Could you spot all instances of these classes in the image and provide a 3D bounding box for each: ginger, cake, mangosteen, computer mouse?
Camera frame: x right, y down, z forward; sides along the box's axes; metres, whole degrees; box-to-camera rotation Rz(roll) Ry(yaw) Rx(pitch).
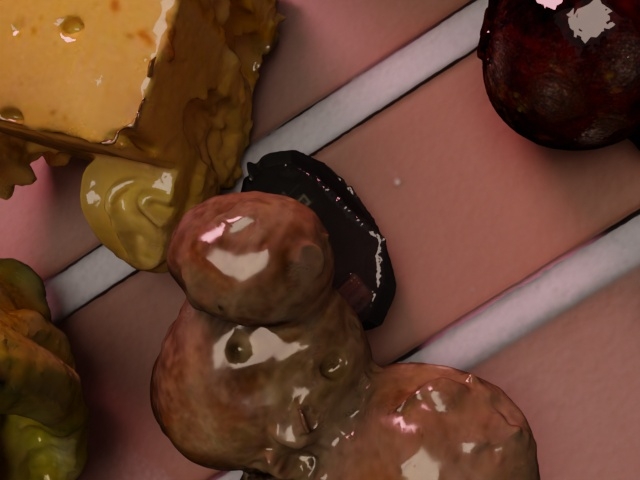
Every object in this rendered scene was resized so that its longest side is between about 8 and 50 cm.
[{"bbox_3d":[-0.011,0.114,0.562,0.304,0.155,0.244,48,128,-7],"label":"ginger"},{"bbox_3d":[-0.171,-0.136,0.631,0.227,0.222,0.286,16,84,15],"label":"cake"},{"bbox_3d":[0.204,-0.138,0.591,0.184,0.172,0.172,31,87,-4],"label":"mangosteen"},{"bbox_3d":[0.000,0.000,0.656,0.099,0.057,0.172,-43,72,19],"label":"computer mouse"}]

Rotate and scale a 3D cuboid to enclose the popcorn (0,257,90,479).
[{"bbox_3d":[-0.287,0.132,0.580,0.325,0.290,0.321,-38,91,26],"label":"popcorn"}]
